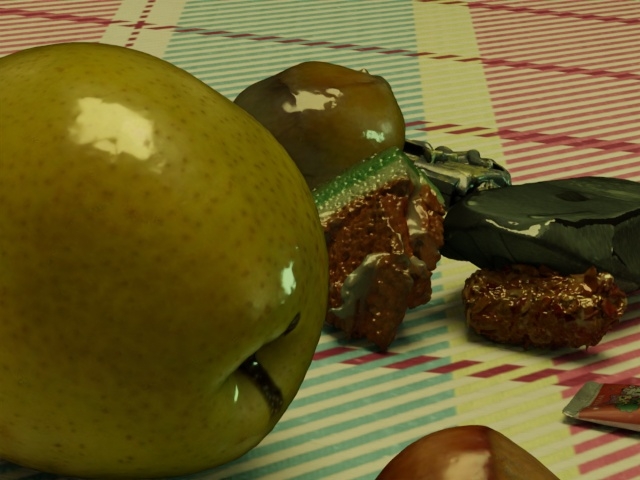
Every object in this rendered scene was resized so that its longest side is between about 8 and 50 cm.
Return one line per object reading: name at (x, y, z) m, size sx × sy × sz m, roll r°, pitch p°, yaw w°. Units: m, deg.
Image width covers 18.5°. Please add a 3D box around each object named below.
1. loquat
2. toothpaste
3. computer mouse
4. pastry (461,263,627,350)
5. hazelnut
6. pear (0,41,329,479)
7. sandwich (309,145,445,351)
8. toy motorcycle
loquat at (-0.006, -0.127, 2.343) m, size 0.227 × 0.179 × 0.179 m, roll -10°, pitch 25°, yaw -34°
toothpaste at (0.346, 0.162, 1.799) m, size 0.234 × 0.057 × 0.089 m, roll 6°, pitch 18°, yaw 24°
computer mouse at (0.267, 0.006, 2.105) m, size 0.203 × 0.114 × 0.374 m, roll 14°, pitch 14°, yaw 36°
pastry at (0.221, 0.073, 1.966) m, size 0.169 × 0.087 × 0.063 m, roll 1°, pitch 41°, yaw 22°
hazelnut at (0.102, 0.223, 1.371) m, size 0.182 × 0.182 × 0.182 m, roll 5°, pitch 19°, yaw -2°
pear at (-0.187, 0.013, 1.587) m, size 0.418 × 0.362 × 0.362 m, roll 27°, pitch 28°, yaw 36°
sandwich at (0.058, 0.001, 1.963) m, size 0.185 × 0.109 × 0.160 m, roll -41°, pitch 38°, yaw -7°
toy motorcycle at (0.168, -0.081, 2.431) m, size 0.193 × 0.061 × 0.124 m, roll 23°, pitch 30°, yaw 27°
